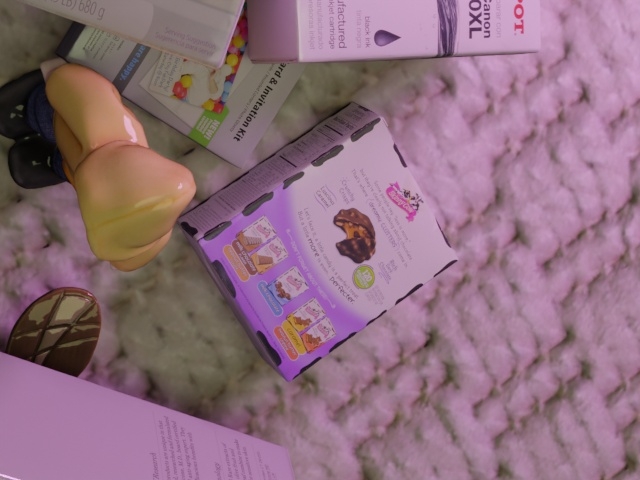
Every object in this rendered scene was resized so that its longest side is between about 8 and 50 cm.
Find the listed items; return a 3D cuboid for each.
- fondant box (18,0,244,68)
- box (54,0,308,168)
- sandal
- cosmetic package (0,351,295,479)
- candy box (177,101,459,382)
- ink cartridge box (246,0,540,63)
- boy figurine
[{"bbox_3d":[-0.133,-0.322,1.163,0.238,0.096,0.330,18,101,-6],"label":"fondant box"},{"bbox_3d":[-0.106,-0.167,1.331,0.186,0.038,0.145,32,91,-29],"label":"box"},{"bbox_3d":[-0.241,0.112,1.357,0.072,0.049,0.180,12,115,-20],"label":"sandal"},{"bbox_3d":[-0.214,0.233,1.317,0.365,0.155,0.197,20,121,-27],"label":"cosmetic package"},{"bbox_3d":[0.000,0.000,1.409,0.196,0.070,0.165,-35,116,-10],"label":"candy box"},{"bbox_3d":[0.062,-0.237,1.322,0.237,0.100,0.172,-6,98,-27],"label":"ink cartridge box"},{"bbox_3d":[-0.168,-0.047,1.203,0.092,0.285,0.177,-22,117,-16],"label":"boy figurine"}]
